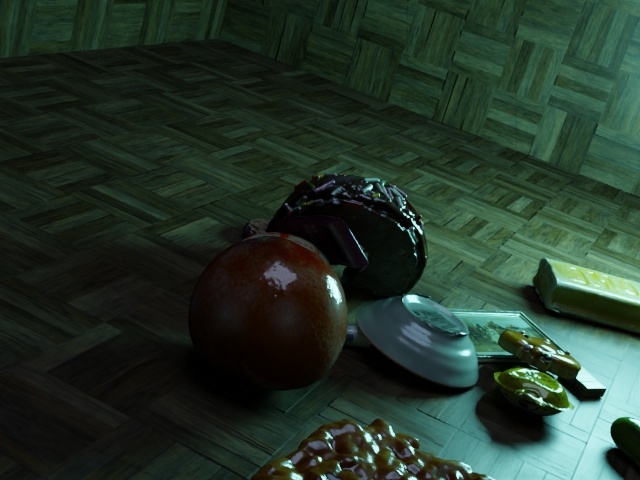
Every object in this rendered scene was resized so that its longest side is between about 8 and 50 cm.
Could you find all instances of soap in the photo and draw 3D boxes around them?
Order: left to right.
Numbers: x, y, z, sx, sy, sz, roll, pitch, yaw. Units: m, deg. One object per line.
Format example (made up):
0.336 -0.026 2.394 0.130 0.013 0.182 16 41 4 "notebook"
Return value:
0.661 0.134 2.356 0.274 0.089 0.173 15 20 -7 "soap"

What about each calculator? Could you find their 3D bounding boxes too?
0.000 0.000 1.956 0.190 0.126 0.034 1 43 44 "calculator"

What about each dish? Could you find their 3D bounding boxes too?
0.201 0.169 1.863 0.260 0.085 0.260 25 18 -9 "dish"

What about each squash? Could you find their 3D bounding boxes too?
0.584 0.382 1.700 0.066 0.066 0.229 5 25 -27 "squash"

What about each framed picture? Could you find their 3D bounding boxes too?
0.377 0.198 2.076 0.274 0.017 0.217 4 24 -30 "framed picture"

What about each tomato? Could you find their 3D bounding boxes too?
-0.085 0.114 1.623 0.265 0.265 0.265 14 21 -6 "tomato"

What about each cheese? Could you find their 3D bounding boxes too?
0.401 0.273 1.840 0.157 0.064 0.250 23 12 14 "cheese"

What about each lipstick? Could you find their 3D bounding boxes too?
0.027 0.175 1.840 0.141 0.040 0.040 9 22 -20 "lipstick"

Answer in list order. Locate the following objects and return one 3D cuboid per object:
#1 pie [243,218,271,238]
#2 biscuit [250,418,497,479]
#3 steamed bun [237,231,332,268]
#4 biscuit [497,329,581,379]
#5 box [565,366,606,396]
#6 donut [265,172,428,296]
-0.100 -0.010 2.221 0.154 0.036 0.154 15 20 -6 "pie"
0.083 0.363 1.307 0.318 0.110 0.312 26 25 25 "biscuit"
-0.078 0.061 1.900 0.232 0.145 0.232 15 21 -6 "steamed bun"
0.428 0.215 1.920 0.170 0.050 0.170 22 5 -2 "biscuit"
0.522 0.281 1.964 0.053 0.024 0.083 4 23 -30 "box"
0.066 -0.028 2.062 0.345 0.259 0.136 15 44 -4 "donut"
